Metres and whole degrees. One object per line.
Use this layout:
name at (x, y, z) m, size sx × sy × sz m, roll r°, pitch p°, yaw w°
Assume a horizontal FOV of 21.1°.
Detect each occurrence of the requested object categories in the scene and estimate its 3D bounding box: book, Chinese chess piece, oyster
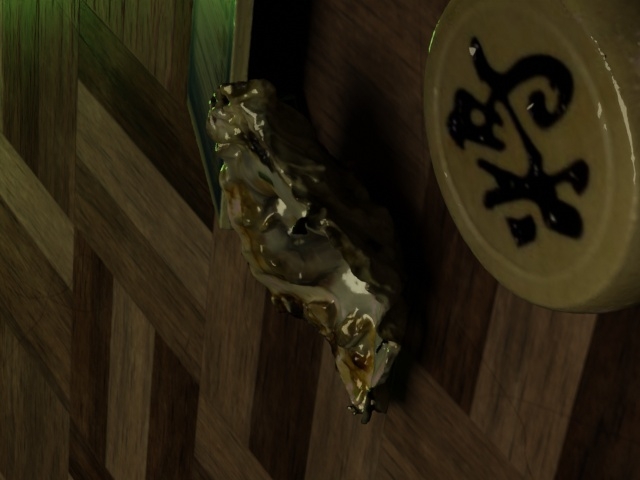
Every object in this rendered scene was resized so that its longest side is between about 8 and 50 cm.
book at (-0.095, -0.204, 1.618) m, size 0.228 × 0.018 × 0.322 m, roll -108°, pitch 19°, yaw -50°
Chinese chess piece at (0.177, -0.077, 1.181) m, size 0.257 × 0.104 × 0.257 m, roll 34°, pitch 132°, yaw 49°
oyster at (0.004, -0.001, 1.522) m, size 0.201 × 0.107 × 0.355 m, roll 36°, pitch 155°, yaw 43°

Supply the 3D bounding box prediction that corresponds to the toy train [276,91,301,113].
toy train at (-0.034, -0.077, 1.615) m, size 0.087 × 0.050 × 0.138 m, roll -8°, pitch 96°, yaw 57°
